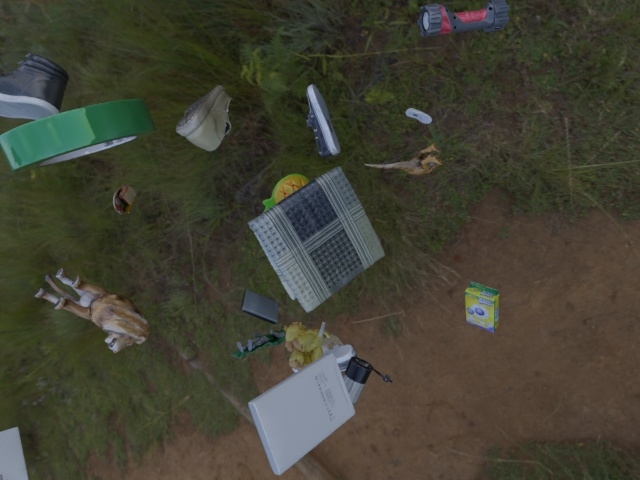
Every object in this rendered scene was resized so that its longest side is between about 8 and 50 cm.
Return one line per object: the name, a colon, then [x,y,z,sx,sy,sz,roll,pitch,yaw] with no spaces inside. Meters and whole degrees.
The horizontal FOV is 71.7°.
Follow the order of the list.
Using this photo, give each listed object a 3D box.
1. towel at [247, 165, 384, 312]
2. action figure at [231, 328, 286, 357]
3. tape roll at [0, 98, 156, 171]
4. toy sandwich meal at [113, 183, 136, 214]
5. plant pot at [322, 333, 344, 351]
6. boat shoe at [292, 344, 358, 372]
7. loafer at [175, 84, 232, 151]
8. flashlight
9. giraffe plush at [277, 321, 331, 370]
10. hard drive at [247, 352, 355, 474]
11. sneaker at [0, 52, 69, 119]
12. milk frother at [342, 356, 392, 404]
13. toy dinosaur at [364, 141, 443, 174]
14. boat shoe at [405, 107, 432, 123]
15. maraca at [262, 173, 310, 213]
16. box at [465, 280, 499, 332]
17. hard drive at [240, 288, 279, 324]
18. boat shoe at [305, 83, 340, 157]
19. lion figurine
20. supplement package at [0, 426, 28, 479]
towel: [0.000,0.000,1.254,0.324,0.312,0.056,61,163,-21]
action figure: [-0.192,0.349,1.557,0.137,0.232,0.063,-16,84,27]
tape roll: [-0.553,-0.244,1.029,0.322,0.321,0.077,0,112,47]
toy sandwich meal: [-0.551,-0.114,1.251,0.029,0.085,0.085,4,99,9]
plant pot: [0.055,0.499,2.044,0.109,0.109,0.096,52,151,5]
boat shoe: [0.023,0.523,1.854,0.302,0.108,0.102,-22,107,22]
loafer: [-0.255,-0.276,1.016,0.102,0.092,0.268,-27,29,19]
flashlight: [0.489,-0.766,1.510,0.103,0.305,0.103,112,144,-75]
giraffe plush: [-0.082,0.398,1.759,0.171,0.181,0.210,14,72,42]
hard drive: [-0.043,0.479,1.261,0.040,0.308,0.202,-20,90,48]
sneaker: [-0.760,-0.393,1.109,0.296,0.104,0.146,11,71,11]
milk frother: [0.146,0.480,1.475,0.143,0.129,0.134,27,96,35]
toy dinosaur: [0.219,-0.172,1.020,0.112,0.212,0.064,-36,66,42]
boat shoe: [0.363,-0.460,1.622,0.100,0.035,0.035,25,140,17]
maraca: [-0.108,-0.139,1.478,0.186,0.127,0.099,-45,19,-2]
box: [0.550,0.224,1.508,0.105,0.043,0.179,18,135,40]
hard drive: [-0.212,0.235,1.565,0.022,0.135,0.094,-50,24,32]
boat shoe: [-0.009,-0.367,1.386,0.076,0.080,0.228,-18,99,22]
lion figurine: [-0.678,0.194,1.332,0.392,0.240,0.142,16,71,47]
supplement package: [-0.839,0.579,1.101,0.244,0.139,0.133,-40,67,39]
